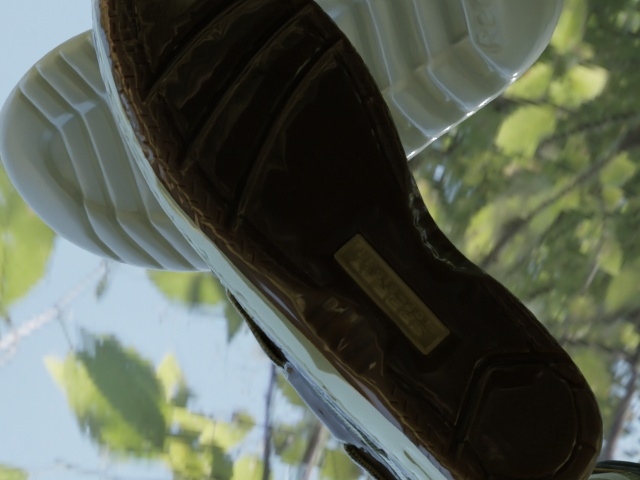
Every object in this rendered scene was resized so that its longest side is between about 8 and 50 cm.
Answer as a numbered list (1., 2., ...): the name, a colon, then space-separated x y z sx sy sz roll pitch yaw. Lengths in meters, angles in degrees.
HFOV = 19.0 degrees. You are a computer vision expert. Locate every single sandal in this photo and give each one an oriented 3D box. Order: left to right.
1. sandal: -0.021 -0.090 1.144 0.102 0.416 0.169 -43 -71 -50

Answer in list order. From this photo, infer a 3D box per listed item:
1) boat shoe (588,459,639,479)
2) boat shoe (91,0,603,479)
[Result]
1. boat shoe: 0.133 0.183 1.240 0.183 0.083 0.065 -11 -93 25
2. boat shoe: -0.006 0.004 0.717 0.095 0.095 0.257 -32 -95 -23
